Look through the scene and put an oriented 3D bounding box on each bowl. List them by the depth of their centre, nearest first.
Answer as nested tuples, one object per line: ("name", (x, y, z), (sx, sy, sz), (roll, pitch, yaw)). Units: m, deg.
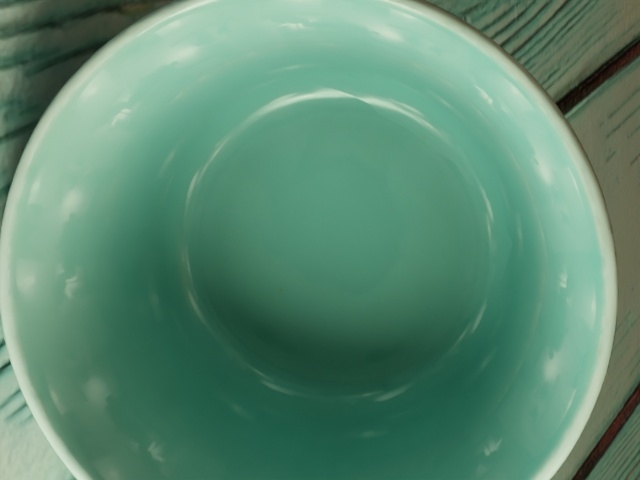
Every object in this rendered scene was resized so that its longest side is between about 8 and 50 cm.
("bowl", (-0.001, 0.012, 0.868), (0.163, 0.312, 0.311), (-52, 142, -78))
